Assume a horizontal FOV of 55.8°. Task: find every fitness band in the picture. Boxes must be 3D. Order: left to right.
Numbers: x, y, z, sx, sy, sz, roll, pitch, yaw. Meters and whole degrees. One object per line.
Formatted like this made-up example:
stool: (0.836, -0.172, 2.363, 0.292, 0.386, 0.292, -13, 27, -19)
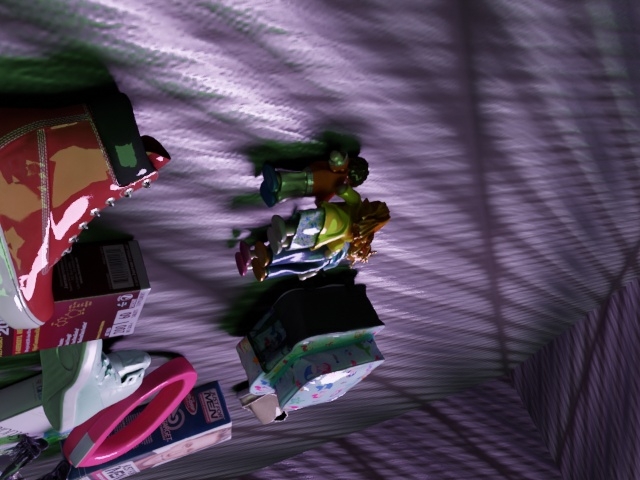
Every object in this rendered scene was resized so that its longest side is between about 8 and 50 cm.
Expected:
fitness band: (-0.351, 0.322, 1.122, 0.291, 0.054, 0.209, -47, 162, 19)

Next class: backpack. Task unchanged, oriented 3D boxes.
backpack: (-0.024, 0.198, 1.099, 0.225, 0.191, 0.253, -3, 154, -39)

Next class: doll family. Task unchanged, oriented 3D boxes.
doll family: (0.000, 0.000, 0.781, 0.163, 0.118, 0.263, -11, 153, -26)

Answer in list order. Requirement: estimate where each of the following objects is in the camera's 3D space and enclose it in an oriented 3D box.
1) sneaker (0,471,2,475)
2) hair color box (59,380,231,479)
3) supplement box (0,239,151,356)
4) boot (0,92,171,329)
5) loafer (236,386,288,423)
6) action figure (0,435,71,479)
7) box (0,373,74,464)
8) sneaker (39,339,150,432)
sneaker: (-0.727, 0.473, 1.146, 0.229, 0.092, 0.087, 24, 133, -34)
hair color box: (-0.379, 0.441, 1.356, 0.348, 0.105, 0.173, -16, 155, -17)
supplement box: (-0.331, 0.072, 0.692, 0.240, 0.073, 0.130, -7, 151, -31)
boot: (-0.223, -0.019, 0.558, 0.176, 0.088, 0.244, -15, 141, -25)
loafer: (-0.132, 0.414, 1.539, 0.095, 0.087, 0.251, -27, 155, 8)
action figure: (-0.558, 0.455, 1.038, 0.276, 0.164, 0.141, -45, 170, 21)
box: (-0.564, 0.332, 1.030, 0.322, 0.058, 0.232, -20, 156, -5)
sneaker: (-0.322, 0.168, 0.894, 0.151, 0.094, 0.255, -24, 152, -44)
